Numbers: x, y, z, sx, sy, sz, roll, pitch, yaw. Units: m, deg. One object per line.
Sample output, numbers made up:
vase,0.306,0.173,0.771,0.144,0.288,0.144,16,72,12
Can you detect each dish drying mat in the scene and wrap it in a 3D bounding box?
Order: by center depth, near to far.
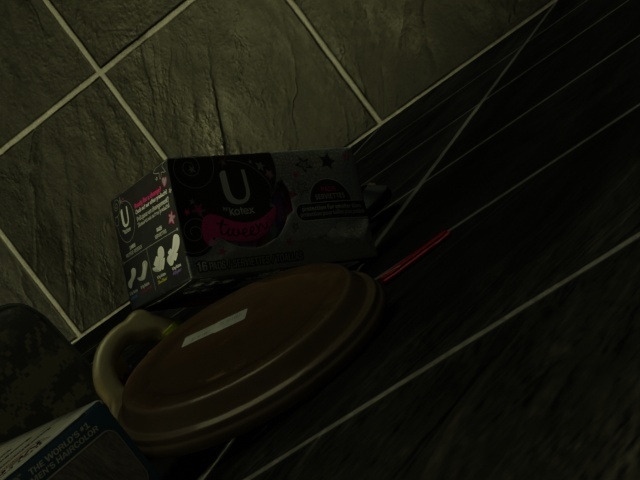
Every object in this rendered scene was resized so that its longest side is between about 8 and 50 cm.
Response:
dish drying mat,0.095,0.016,1.606,0.083,0.008,0.032,-37,5,-4

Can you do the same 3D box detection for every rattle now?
rattle,-0.207,0.187,1.770,0.143,0.130,0.199,-48,19,60

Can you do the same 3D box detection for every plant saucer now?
plant saucer,-0.070,0.100,1.450,0.278,0.041,0.278,-27,17,9

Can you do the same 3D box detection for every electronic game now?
electronic game,0.000,0.000,2.117,0.229,0.048,0.229,-37,6,5

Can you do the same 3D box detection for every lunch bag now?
lunch bag,-0.406,0.253,1.811,0.305,0.212,0.256,-40,-10,-34

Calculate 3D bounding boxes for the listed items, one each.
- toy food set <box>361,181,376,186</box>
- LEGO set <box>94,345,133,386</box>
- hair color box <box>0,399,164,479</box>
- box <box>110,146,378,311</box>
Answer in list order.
toy food set,0.053,-0.059,2.431,0.083,0.020,0.082,-36,6,-1
LEGO set,-0.262,0.188,1.993,0.087,0.093,0.227,-40,-4,-13
hair color box,-0.292,0.261,1.466,0.174,0.105,0.347,-40,6,-31
box,-0.088,-0.016,1.816,0.247,0.142,0.163,-7,-13,-33
